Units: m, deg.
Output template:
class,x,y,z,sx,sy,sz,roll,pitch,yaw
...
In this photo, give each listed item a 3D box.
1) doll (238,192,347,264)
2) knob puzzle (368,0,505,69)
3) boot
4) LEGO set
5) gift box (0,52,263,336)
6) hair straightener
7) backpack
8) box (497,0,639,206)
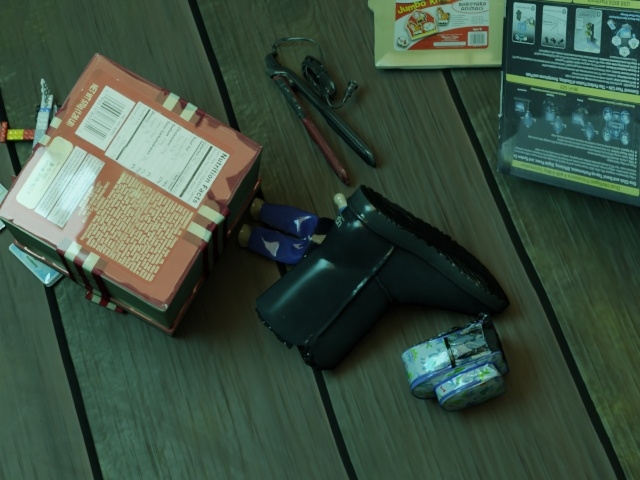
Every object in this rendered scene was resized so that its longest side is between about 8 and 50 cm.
class,x,y,z,sx,sy,sz,roll,pitch,yaw
doll,0.000,0.000,1.669,0.189,0.046,0.129,20,74,15
knob puzzle,0.158,-0.307,1.773,0.213,0.030,0.213,-3,69,8
boot,0.070,0.072,1.601,0.207,0.246,0.094,-49,26,19
LEGO set,-0.364,-0.085,1.750,0.182,0.060,0.244,-43,69,-13
gift box,-0.227,-0.063,1.608,0.276,0.258,0.255,34,79,3
hair straightener,0.007,-0.179,1.744,0.089,0.047,0.230,-33,64,-5
backpack,0.155,0.147,1.559,0.114,0.105,0.084,-18,67,7
box,0.353,-0.198,1.474,0.097,0.395,0.318,-7,105,-33
